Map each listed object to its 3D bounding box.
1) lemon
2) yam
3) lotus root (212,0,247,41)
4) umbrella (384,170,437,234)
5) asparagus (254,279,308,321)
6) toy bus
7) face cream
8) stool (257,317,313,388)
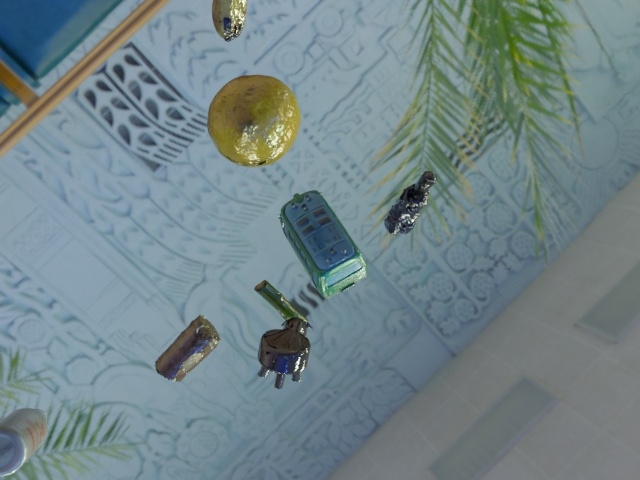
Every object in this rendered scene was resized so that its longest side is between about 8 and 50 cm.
[{"bbox_3d":[-0.163,-0.308,1.523,0.228,0.228,0.253,-26,-164,47],"label":"lemon"},{"bbox_3d":[-0.453,0.374,2.065,0.238,0.128,0.129,-46,-136,9],"label":"yam"},{"bbox_3d":[-0.278,-0.750,1.863,0.110,0.097,0.259,-17,139,-34],"label":"lotus root"},{"bbox_3d":[0.189,-0.077,1.203,0.071,0.071,0.248,-51,176,-25],"label":"umbrella"},{"bbox_3d":[-0.102,0.172,1.587,0.045,0.178,0.041,-42,-156,6],"label":"asparagus"},{"bbox_3d":[0.000,0.000,1.956,0.183,0.344,0.199,-30,155,-7],"label":"toy bus"},{"bbox_3d":[-0.652,0.421,1.306,0.101,0.101,0.251,-45,-175,-6],"label":"face cream"},{"bbox_3d":[-0.084,0.275,1.496,0.217,0.125,0.121,-55,155,-66],"label":"stool"}]
